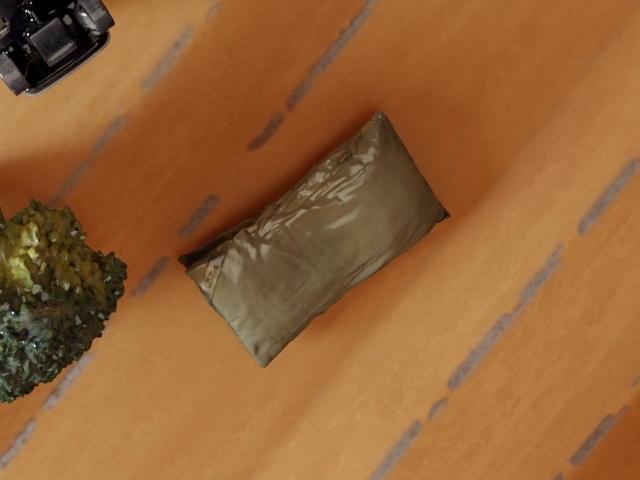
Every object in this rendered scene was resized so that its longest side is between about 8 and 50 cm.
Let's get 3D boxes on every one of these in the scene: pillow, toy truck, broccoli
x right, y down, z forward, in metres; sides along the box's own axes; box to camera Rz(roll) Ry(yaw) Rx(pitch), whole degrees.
[{"bbox_3d":[0.000,0.000,1.757,0.229,0.050,0.148,-37,133,-5],"label":"pillow"},{"bbox_3d":[-0.249,-0.218,1.476,0.110,0.116,0.216,-37,133,-4],"label":"toy truck"},{"bbox_3d":[-0.281,0.048,1.568,0.198,0.226,0.176,94,15,-66],"label":"broccoli"}]
